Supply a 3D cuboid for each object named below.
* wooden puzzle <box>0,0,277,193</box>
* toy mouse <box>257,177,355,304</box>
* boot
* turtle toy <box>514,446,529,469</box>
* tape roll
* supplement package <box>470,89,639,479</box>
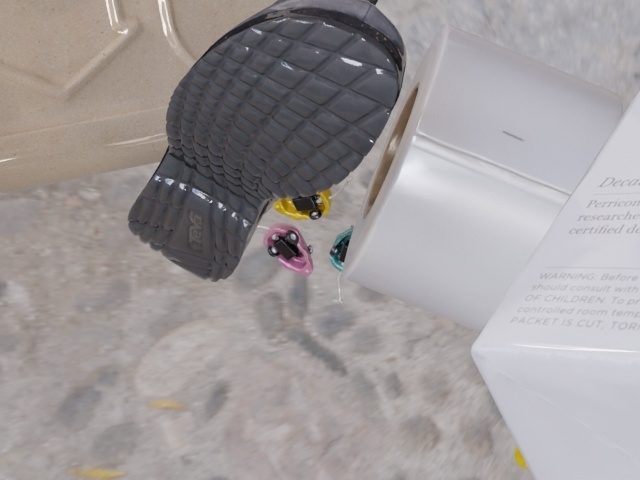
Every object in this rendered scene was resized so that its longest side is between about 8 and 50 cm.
[{"bbox_3d":[-0.156,-0.232,1.276,0.322,0.080,0.347,-13,103,-19],"label":"wooden puzzle"},{"bbox_3d":[0.000,0.000,1.655,0.161,0.031,0.143,-10,121,34],"label":"toy mouse"},{"bbox_3d":[-0.015,-0.127,1.091,0.118,0.338,0.222,36,60,-11],"label":"boot"},{"bbox_3d":[0.221,0.148,1.396,0.095,0.066,0.130,3,90,49],"label":"turtle toy"},{"bbox_3d":[0.140,-0.049,1.447,0.169,0.246,0.246,22,92,-3],"label":"tape roll"},{"bbox_3d":[0.212,0.001,0.514,0.175,0.293,0.177,2,133,41],"label":"supplement package"}]
